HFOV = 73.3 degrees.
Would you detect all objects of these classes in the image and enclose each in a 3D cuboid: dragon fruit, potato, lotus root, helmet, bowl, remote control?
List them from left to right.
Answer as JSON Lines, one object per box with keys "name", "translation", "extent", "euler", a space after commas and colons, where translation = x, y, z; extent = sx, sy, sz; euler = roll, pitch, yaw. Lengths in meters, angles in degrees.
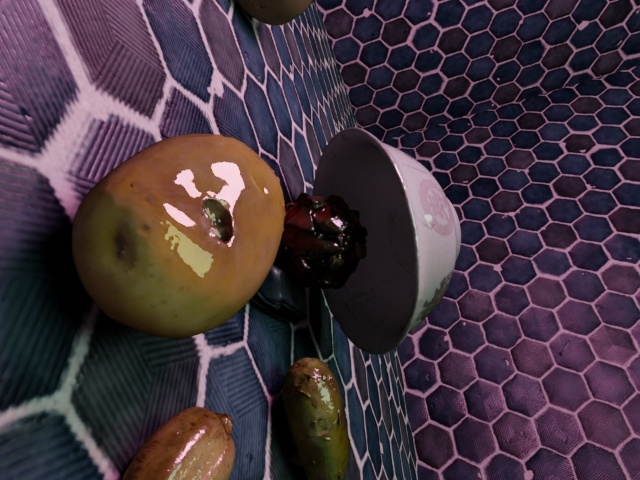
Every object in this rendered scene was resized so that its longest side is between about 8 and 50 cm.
{"name": "lotus root", "translation": [-0.112, 0.184, 0.352], "extent": [0.072, 0.063, 0.152], "euler": [50, 20, 5]}
{"name": "potato", "translation": [-0.113, -0.007, 0.389], "extent": [0.150, 0.146, 0.234], "euler": [32, 33, 2]}
{"name": "helmet", "translation": [-0.122, -0.548, 0.917], "extent": [0.204, 0.137, 0.258], "euler": [42, 15, 29]}
{"name": "remote control", "translation": [-0.073, 0.074, 0.665], "extent": [0.222, 0.042, 0.072], "euler": [54, 23, -58]}
{"name": "potato", "translation": [-0.004, 0.279, 0.638], "extent": [0.117, 0.090, 0.225], "euler": [-78, 158, -74]}
{"name": "dragon fruit", "translation": [-0.003, 0.002, 0.755], "extent": [0.188, 0.183, 0.182], "euler": [114, -27, -59]}
{"name": "bowl", "translation": [0.148, -0.006, 0.866], "extent": [0.435, 0.196, 0.433], "euler": [174, -90, -69]}
